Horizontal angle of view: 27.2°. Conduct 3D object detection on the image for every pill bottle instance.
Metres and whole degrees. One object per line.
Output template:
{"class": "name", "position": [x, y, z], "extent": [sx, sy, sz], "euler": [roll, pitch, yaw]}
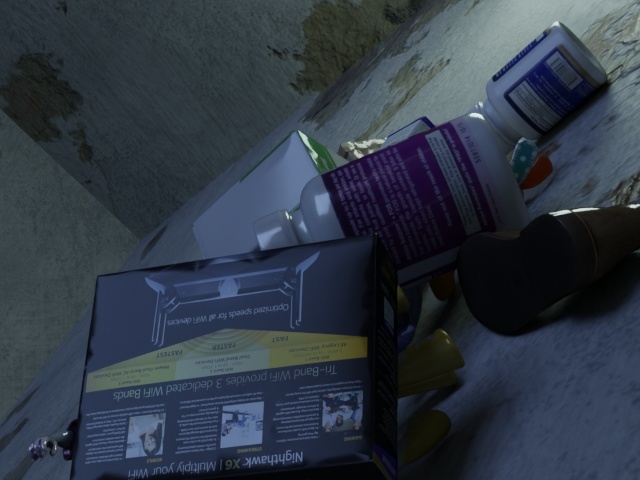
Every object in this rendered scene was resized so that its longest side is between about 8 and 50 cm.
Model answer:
{"class": "pill bottle", "position": [0.080, -0.023, 1.568], "extent": [0.302, 0.169, 0.169], "euler": [-22, 13, 1]}
{"class": "pill bottle", "position": [0.299, -0.207, 1.862], "extent": [0.187, 0.112, 0.112], "euler": [-41, 13, 20]}

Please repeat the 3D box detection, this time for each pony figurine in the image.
{"class": "pony figurine", "position": [-0.039, 0.189, 1.426], "extent": [0.363, 0.302, 0.351], "euler": [-31, 20, -4]}

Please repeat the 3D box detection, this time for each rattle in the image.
{"class": "rattle", "position": [0.215, -0.029, 1.670], "extent": [0.200, 0.130, 0.142], "euler": [-18, 27, 4]}

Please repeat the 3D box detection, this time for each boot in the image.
{"class": "boot", "position": [0.241, 0.025, 1.403], "extent": [0.115, 0.112, 0.305], "euler": [-17, -4, -22]}

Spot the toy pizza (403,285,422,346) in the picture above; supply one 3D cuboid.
{"class": "toy pizza", "position": [0.061, 0.134, 1.671], "extent": [0.201, 0.032, 0.201], "euler": [-42, 22, 21]}

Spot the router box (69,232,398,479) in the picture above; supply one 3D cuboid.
{"class": "router box", "position": [-0.080, 0.134, 1.291], "extent": [0.309, 0.081, 0.242], "euler": [-8, 56, 17]}

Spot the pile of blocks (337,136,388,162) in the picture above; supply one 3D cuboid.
{"class": "pile of blocks", "position": [0.026, -0.012, 2.225], "extent": [0.362, 0.149, 0.112], "euler": [-50, 52, 26]}

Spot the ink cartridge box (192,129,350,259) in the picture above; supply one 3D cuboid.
{"class": "ink cartridge box", "position": [0.000, 0.000, 1.785], "extent": [0.201, 0.278, 0.117], "euler": [-41, 50, 18]}

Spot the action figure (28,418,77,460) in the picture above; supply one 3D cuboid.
{"class": "action figure", "position": [-0.288, 0.380, 1.855], "extent": [0.370, 0.248, 0.275], "euler": [-49, -15, -9]}

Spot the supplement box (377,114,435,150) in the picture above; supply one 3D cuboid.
{"class": "supplement box", "position": [0.114, -0.068, 2.029], "extent": [0.220, 0.111, 0.114], "euler": [-52, 13, -30]}
